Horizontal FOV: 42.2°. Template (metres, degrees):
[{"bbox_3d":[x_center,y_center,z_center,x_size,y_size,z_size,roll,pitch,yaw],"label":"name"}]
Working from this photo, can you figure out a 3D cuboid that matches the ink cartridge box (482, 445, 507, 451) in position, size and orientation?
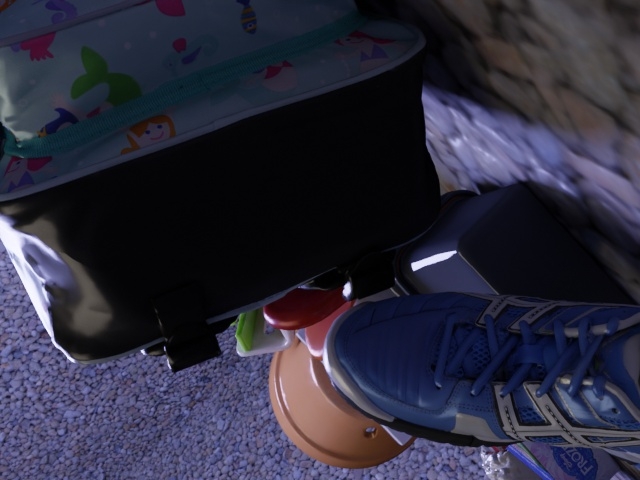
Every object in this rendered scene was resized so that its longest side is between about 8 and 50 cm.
[{"bbox_3d":[0.154,0.117,0.667,0.056,0.099,0.135,45,175,15],"label":"ink cartridge box"}]

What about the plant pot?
[{"bbox_3d":[0.069,0.212,1.355,0.291,0.291,0.203,46,158,10],"label":"plant pot"}]

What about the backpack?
[{"bbox_3d":[-0.082,-0.076,0.455,0.253,0.225,0.191,42,152,61],"label":"backpack"}]

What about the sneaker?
[{"bbox_3d":[0.106,0.054,0.377,0.211,0.080,0.081,5,154,6],"label":"sneaker"}]

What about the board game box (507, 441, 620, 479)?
[{"bbox_3d":[0.148,0.120,0.955,0.318,0.066,0.318,48,174,-15],"label":"board game box"}]

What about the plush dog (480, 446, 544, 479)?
[{"bbox_3d":[0.291,0.381,1.143,0.210,0.263,0.225,19,179,8],"label":"plush dog"}]

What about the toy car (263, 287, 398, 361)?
[{"bbox_3d":[0.010,0.017,0.695,0.159,0.136,0.182,-141,41,-65],"label":"toy car"}]

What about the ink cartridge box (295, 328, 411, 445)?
[{"bbox_3d":[0.095,0.158,1.191,0.219,0.160,0.092,46,175,3],"label":"ink cartridge box"}]

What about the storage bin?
[{"bbox_3d":[0.109,0.034,0.477,0.135,0.098,0.091,47,165,-1],"label":"storage bin"}]

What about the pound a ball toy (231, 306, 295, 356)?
[{"bbox_3d":[-0.070,0.058,1.433,0.319,0.135,0.208,-83,-26,-48],"label":"pound a ball toy"}]
